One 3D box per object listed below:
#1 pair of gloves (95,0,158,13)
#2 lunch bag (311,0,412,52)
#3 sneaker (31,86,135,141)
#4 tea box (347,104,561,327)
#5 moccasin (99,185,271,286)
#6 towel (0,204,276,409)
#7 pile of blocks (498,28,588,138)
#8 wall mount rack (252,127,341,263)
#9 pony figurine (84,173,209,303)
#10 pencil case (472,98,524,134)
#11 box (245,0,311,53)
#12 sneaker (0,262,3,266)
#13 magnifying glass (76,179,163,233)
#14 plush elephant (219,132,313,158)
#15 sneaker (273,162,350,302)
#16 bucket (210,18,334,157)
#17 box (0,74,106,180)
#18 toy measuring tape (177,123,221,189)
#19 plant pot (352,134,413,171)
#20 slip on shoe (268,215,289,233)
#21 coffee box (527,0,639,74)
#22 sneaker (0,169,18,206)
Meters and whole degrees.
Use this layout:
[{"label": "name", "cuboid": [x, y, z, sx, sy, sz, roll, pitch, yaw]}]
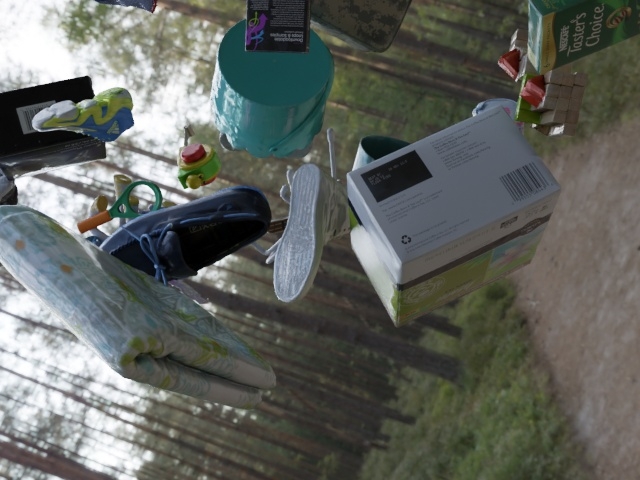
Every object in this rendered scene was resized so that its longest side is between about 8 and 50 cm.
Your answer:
[{"label": "pair of gloves", "cuboid": [-0.348, -0.473, 1.323, 0.198, 0.159, 0.023, -35, 46, 58]}, {"label": "lunch bag", "cuboid": [0.036, -0.607, 1.827, 0.212, 0.305, 0.256, -67, 25, 6]}, {"label": "sneaker", "cuboid": [-0.556, -0.276, 1.797, 0.091, 0.240, 0.126, -114, 8, -54]}, {"label": "tea box", "cuboid": [0.246, -0.037, 1.469, 0.329, 0.219, 0.323, -25, -25, -7]}, {"label": "moccasin", "cuboid": [-0.249, 0.003, 1.301, 0.137, 0.342, 0.116, 61, 180, -33]}, {"label": "towel", "cuboid": [-0.252, 0.102, 1.051, 0.090, 0.321, 0.374, -57, -29, -4]}, {"label": "pile of blocks", "cuboid": [0.388, -0.290, 1.397, 0.362, 0.113, 0.148, -79, 0, -60]}, {"label": "wall mount rack", "cuboid": [-0.053, -0.111, 1.902, 0.304, 0.130, 0.350, -42, 8, 47]}, {"label": "pony figurine", "cuboid": [-0.482, 0.055, 1.954, 0.303, 0.351, 0.363, -18, -50, -56]}, {"label": "pencil case", "cuboid": [0.427, -0.206, 1.809, 0.113, 0.124, 0.273, -38, -41, -28]}, {"label": "box", "cuboid": [-0.074, -0.415, 1.329, 0.029, 0.116, 0.162, -28, -57, -72]}, {"label": "sneaker", "cuboid": [-0.959, 0.033, 2.050, 0.115, 0.232, 0.090, -86, -10, -49]}, {"label": "magnifying glass", "cuboid": [-0.488, -0.074, 1.820, 0.092, 0.231, 0.026, 67, -166, -1]}, {"label": "plush elephant", "cuboid": [-0.140, -0.358, 2.073, 0.330, 0.272, 0.255, -88, 15, -58]}, {"label": "sneaker", "cuboid": [0.000, 0.000, 1.598, 0.169, 0.108, 0.292, 23, -103, -54]}, {"label": "bucket", "cuboid": [-0.106, -0.341, 1.637, 0.183, 0.281, 0.281, 112, -179, -65]}, {"label": "box", "cuboid": [-0.765, -0.307, 2.103, 0.294, 0.297, 0.182, 157, 96, -74]}, {"label": "toy measuring tape", "cuboid": [-0.343, -0.251, 2.147, 0.330, 0.122, 0.121, -99, 17, -52]}, {"label": "plant pot", "cuboid": [0.213, -0.139, 2.205, 0.293, 0.293, 0.235, -55, -12, -62]}, {"label": "slip on shoe", "cuboid": [-0.110, -0.047, 2.260, 0.041, 0.136, 0.051, 15, 114, 58]}, {"label": "coffee box", "cuboid": [0.352, -0.287, 0.940, 0.113, 0.184, 0.040, 67, -178, -60]}, {"label": "sneaker", "cuboid": [-0.969, -0.138, 2.259, 0.268, 0.101, 0.153, -98, 16, -54]}]
